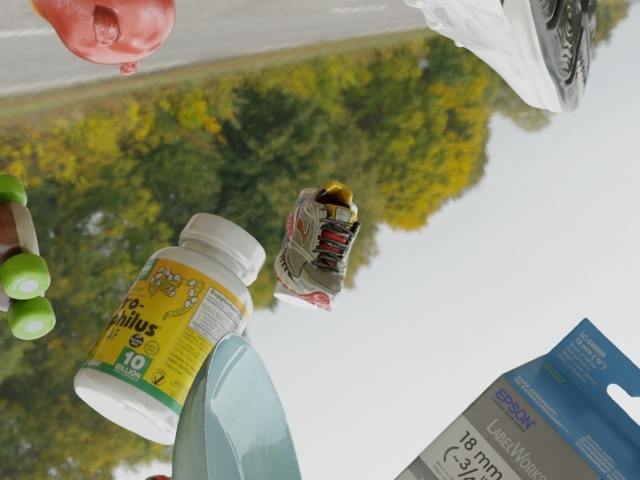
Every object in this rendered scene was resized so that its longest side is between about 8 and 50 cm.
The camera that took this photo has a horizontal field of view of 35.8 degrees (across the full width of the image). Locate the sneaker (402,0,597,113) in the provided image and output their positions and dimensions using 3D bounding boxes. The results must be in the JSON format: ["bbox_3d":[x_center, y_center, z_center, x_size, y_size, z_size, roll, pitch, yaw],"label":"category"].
[{"bbox_3d":[0.088,-0.277,0.903,0.258,0.447,0.169,1,-121,32],"label":"sneaker"}]

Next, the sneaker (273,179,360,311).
[{"bbox_3d":[0.000,0.000,1.244,0.092,0.088,0.225,-50,-157,30],"label":"sneaker"}]

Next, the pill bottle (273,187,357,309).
[{"bbox_3d":[-0.012,0.014,1.497,0.094,0.169,0.094,17,166,4],"label":"pill bottle"}]

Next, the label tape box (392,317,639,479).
[{"bbox_3d":[0.258,0.276,1.124,0.333,0.240,0.106,-47,155,7],"label":"label tape box"}]

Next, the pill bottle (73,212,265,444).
[{"bbox_3d":[-0.138,0.081,0.963,0.118,0.117,0.208,-9,-134,54],"label":"pill bottle"}]

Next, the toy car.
[{"bbox_3d":[-0.413,0.032,1.119,0.188,0.155,0.149,-12,142,-20],"label":"toy car"}]

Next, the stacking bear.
[{"bbox_3d":[-0.178,-0.290,0.831,0.164,0.289,0.175,0,173,-4],"label":"stacking bear"}]

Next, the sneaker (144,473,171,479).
[{"bbox_3d":[-0.125,0.411,1.266,0.135,0.276,0.097,-16,157,-34],"label":"sneaker"}]

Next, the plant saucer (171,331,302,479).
[{"bbox_3d":[-0.046,0.149,0.553,0.037,0.195,0.195,-13,-171,9],"label":"plant saucer"}]
